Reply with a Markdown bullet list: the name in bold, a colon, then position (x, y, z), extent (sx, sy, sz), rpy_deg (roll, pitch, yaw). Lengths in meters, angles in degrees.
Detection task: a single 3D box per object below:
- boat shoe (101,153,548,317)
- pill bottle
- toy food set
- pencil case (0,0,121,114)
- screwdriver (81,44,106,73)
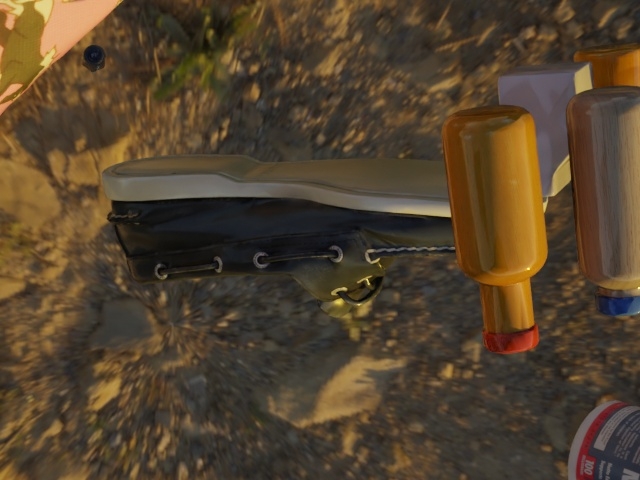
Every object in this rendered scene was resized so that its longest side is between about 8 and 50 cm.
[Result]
- **boat shoe**: position (-0.002, 0.001, 1.006), extent (0.340, 0.127, 0.113), rpy_deg (2, 105, 13)
- **pill bottle**: position (0.329, 0.220, 1.236), extent (0.108, 0.180, 0.108), rpy_deg (-12, 108, -41)
- **toy food set**: position (0.142, -0.030, 0.650), extent (0.111, 0.232, 0.104), rpy_deg (-1, 104, 24)
- **pencil case**: position (-0.224, -0.074, 0.591), extent (0.386, 0.160, 0.167), rpy_deg (-44, 136, 7)
- **screwdriver**: position (-0.220, -0.167, 1.294), extent (0.024, 0.170, 0.025), rpy_deg (36, 81, -9)
